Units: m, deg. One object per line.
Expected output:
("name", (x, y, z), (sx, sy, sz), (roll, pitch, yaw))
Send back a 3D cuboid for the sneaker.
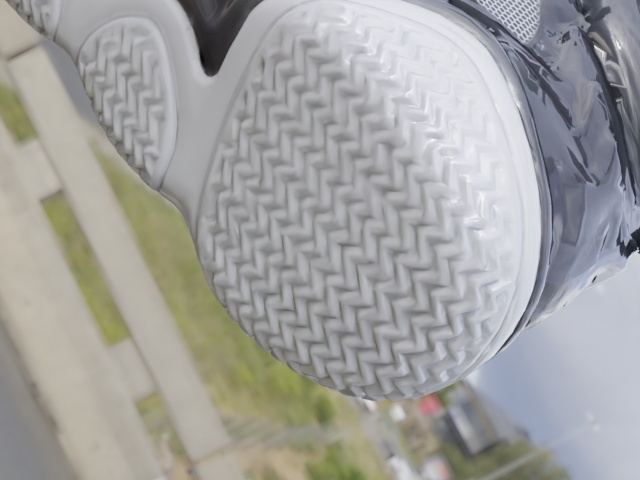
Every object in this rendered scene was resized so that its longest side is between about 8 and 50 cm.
("sneaker", (0.003, -0.079, 0.473), (0.153, 0.101, 0.268), (-6, 56, -45))
